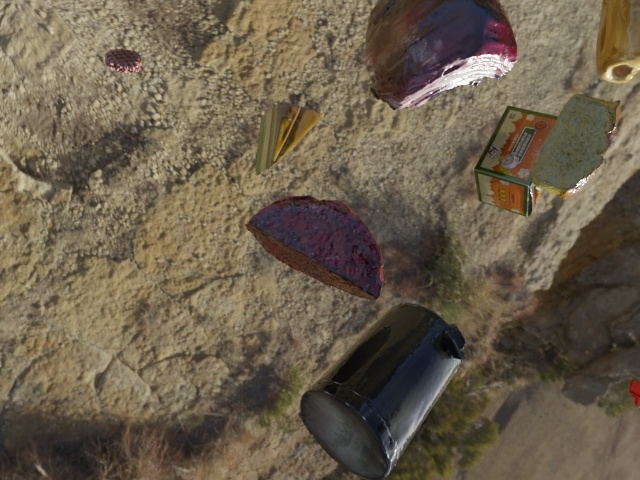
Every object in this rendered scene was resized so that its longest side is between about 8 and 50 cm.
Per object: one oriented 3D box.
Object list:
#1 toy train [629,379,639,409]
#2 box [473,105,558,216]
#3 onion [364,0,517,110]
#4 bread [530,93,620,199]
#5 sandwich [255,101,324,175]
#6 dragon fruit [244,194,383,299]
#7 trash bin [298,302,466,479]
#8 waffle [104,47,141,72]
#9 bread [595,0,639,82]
[{"bbox_3d":[0.553,0.273,0.659,0.204,0.082,0.131,16,84,-18],"label":"toy train"},{"bbox_3d":[0.499,-0.194,1.136,0.195,0.148,0.177,-59,150,-9],"label":"box"},{"bbox_3d":[0.226,-0.429,0.903,0.314,0.146,0.280,-22,91,7],"label":"onion"},{"bbox_3d":[0.393,-0.143,0.699,0.125,0.086,0.156,-19,132,-60],"label":"bread"},{"bbox_3d":[-0.081,-0.254,1.199,0.144,0.117,0.187,12,76,-30],"label":"sandwich"},{"bbox_3d":[0.000,0.000,1.018,0.317,0.205,0.152,30,73,-5],"label":"dragon fruit"},{"bbox_3d":[0.129,0.287,0.916,0.301,0.252,0.203,-36,101,-40],"label":"trash bin"},{"bbox_3d":[-0.427,-0.389,0.983,0.075,0.083,0.029,7,135,-13],"label":"waffle"},{"bbox_3d":[0.671,-0.510,0.999,0.142,0.091,0.305,17,82,-68],"label":"bread"}]
